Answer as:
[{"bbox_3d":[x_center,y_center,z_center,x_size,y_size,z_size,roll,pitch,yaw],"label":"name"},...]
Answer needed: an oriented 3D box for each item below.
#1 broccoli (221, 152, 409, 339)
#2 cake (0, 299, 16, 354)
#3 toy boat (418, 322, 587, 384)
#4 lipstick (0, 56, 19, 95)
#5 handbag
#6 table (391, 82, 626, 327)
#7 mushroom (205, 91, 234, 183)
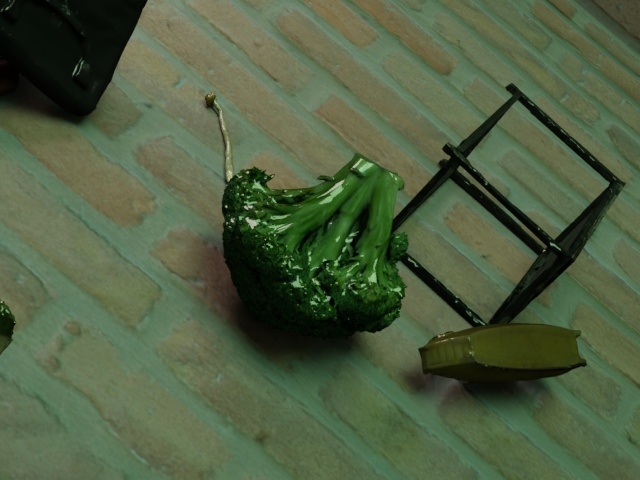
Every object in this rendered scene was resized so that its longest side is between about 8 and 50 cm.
[{"bbox_3d":[0.000,0.000,1.694,0.308,0.275,0.308,33,8,-5],"label":"broccoli"},{"bbox_3d":[-0.469,0.028,1.332,0.284,0.158,0.172,26,36,-20],"label":"cake"},{"bbox_3d":[0.273,0.174,1.850,0.321,0.121,0.089,1,74,-39],"label":"toy boat"},{"bbox_3d":[-0.538,-0.180,1.581,0.057,0.057,0.357,46,37,10],"label":"lipstick"},{"bbox_3d":[-0.375,-0.337,1.718,0.275,0.088,0.244,47,57,-53],"label":"handbag"},{"bbox_3d":[0.304,-0.058,2.047,0.272,0.222,0.335,43,35,4],"label":"table"},{"bbox_3d":[-0.145,-0.132,1.905,0.028,0.026,0.286,-1,51,-21],"label":"mushroom"}]
